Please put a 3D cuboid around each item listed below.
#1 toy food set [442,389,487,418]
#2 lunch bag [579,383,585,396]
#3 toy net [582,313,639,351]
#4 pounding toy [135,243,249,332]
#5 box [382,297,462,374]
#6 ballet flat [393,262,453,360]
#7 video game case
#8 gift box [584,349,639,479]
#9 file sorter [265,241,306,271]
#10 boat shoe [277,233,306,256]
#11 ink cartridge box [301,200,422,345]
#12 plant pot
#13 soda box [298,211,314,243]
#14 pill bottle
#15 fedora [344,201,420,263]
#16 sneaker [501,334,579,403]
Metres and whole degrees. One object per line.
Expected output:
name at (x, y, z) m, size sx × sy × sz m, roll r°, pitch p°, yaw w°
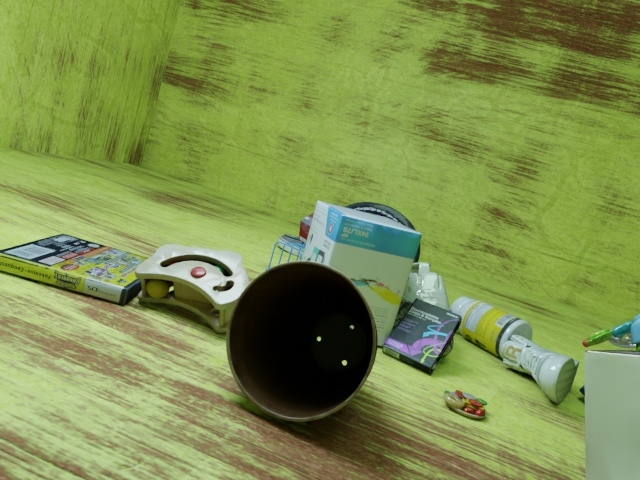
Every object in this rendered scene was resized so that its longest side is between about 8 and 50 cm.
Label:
toy food set at (0.265, 0.297, 0.946) m, size 0.083 × 0.020 × 0.082 m, roll 19°, pitch 8°, yaw 20°
lunch bag at (0.656, 0.355, 1.210) m, size 0.098 × 0.065 × 0.067 m, roll 12°, pitch 25°, yaw -37°
toy net at (0.461, 0.146, 0.774) m, size 0.232 × 0.122 × 0.045 m, roll 24°, pitch 39°, yaw -60°
pounding toy at (-0.216, 0.119, 1.011) m, size 0.269 × 0.155 × 0.154 m, roll 7°, pitch 37°, yaw -2°
box at (0.225, 0.205, 1.138) m, size 0.116 × 0.029 × 0.162 m, roll 20°, pitch 47°, yaw 28°
ballet flat at (0.257, 0.149, 1.374) m, size 0.164 × 0.182 × 0.483 m, roll 15°, pitch 8°, yaw 0°
video game case at (-0.475, 0.051, 1.067) m, size 0.248 × 0.035 × 0.275 m, roll 16°, pitch 7°, yaw -4°
gift box at (0.490, 0.285, 0.699) m, size 0.255 × 0.258 × 0.276 m, roll 11°, pitch -12°, yaw -39°
file sorter at (-0.056, 0.069, 1.561) m, size 0.118 × 0.105 × 0.170 m, roll 23°, pitch 10°, yaw 36°
boat shoe at (0.000, 0.000, 1.953) m, size 0.340 × 0.158 × 0.127 m, roll 21°, pitch 8°, yaw 24°
ink cartridge box at (0.071, 0.073, 1.194) m, size 0.197 × 0.270 × 0.198 m, roll 13°, pitch 9°, yaw -19°
plant pot at (0.000, 0.156, 0.812) m, size 0.215 × 0.215 × 0.230 m, roll 19°, pitch -6°, yaw 19°
soda box at (0.057, 0.008, 1.627) m, size 0.263 × 0.083 × 0.092 m, roll 32°, pitch 44°, yaw 28°
pill bottle at (0.459, 0.236, 1.423) m, size 0.119 × 0.119 × 0.208 m, roll 11°, pitch 10°, yaw -35°
fedora at (0.170, 0.035, 1.751) m, size 0.334 × 0.334 × 0.152 m, roll 19°, pitch -12°, yaw 16°
sneaker at (0.496, 0.292, 1.209) m, size 0.169 × 0.108 × 0.292 m, roll 20°, pitch -2°, yaw 32°
